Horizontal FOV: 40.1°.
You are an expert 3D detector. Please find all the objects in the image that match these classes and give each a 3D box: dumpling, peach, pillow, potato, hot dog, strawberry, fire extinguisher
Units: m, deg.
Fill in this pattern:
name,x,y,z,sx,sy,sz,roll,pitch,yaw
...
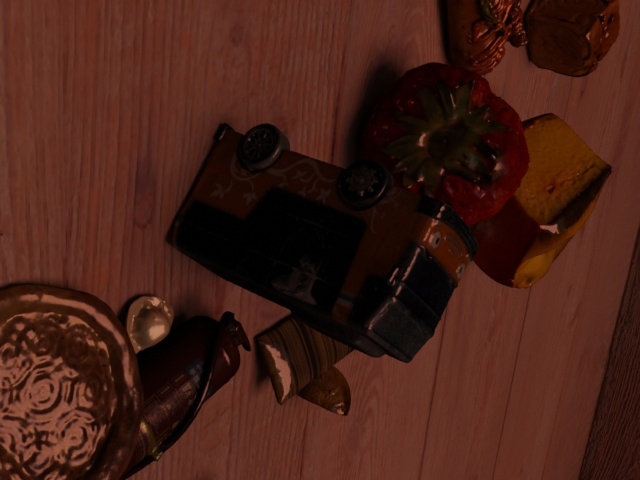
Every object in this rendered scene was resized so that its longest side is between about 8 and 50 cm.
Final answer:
name,x,y,z,sx,sy,sz,roll,pitch,yaw
dumpling,-0.207,0.096,1.040,0.077,0.043,0.059,-35,119,-23
peach,0.388,-0.073,1.683,0.306,0.242,0.380,-48,168,-4
pillow,-0.017,0.159,1.354,0.203,0.038,0.113,-28,105,-46
potato,0.012,0.232,1.399,0.096,0.103,0.067,18,94,-60
hot dog,0.274,-0.430,1.433,0.158,0.117,0.349,-47,142,-33
strawberry,0.197,-0.135,1.370,0.277,0.257,0.258,9,99,-72
fire extinguisher,-0.194,0.194,1.057,0.341,0.105,0.142,-38,153,-42

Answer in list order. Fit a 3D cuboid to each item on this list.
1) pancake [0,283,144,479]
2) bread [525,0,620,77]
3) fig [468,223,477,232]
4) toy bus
name,x,y,z,sx,sy,sz,roll,pitch,yaw
pancake,-0.282,0.161,0.886,0.250,0.031,0.250,9,77,-41
bread,0.506,-0.427,1.768,0.149,0.158,0.143,-59,152,-21
fig,0.205,-0.056,1.527,0.184,0.126,0.133,-17,133,-58
toy bus,0.000,0.000,1.041,0.194,0.323,0.162,-62,148,-9
